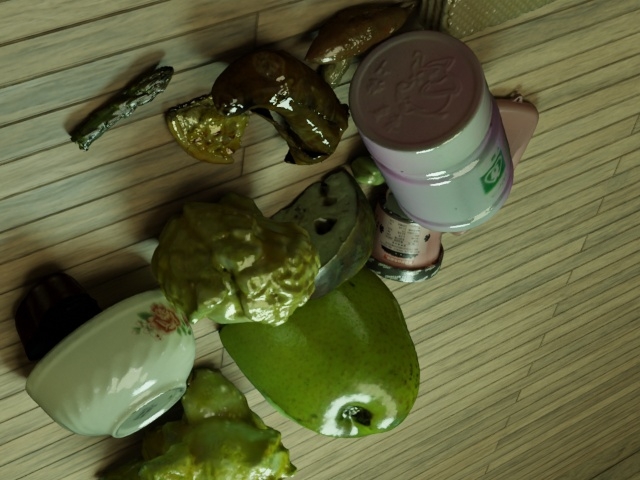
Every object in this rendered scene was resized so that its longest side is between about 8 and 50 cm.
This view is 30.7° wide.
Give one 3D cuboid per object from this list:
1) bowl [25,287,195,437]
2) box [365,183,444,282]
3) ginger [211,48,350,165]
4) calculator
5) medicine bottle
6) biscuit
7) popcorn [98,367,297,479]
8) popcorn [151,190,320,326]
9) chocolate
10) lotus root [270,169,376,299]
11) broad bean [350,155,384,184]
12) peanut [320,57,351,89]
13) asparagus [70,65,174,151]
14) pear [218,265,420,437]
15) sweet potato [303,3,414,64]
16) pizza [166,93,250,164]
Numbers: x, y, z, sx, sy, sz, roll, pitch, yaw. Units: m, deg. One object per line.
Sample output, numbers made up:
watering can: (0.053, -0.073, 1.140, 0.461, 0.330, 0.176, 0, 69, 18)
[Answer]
bowl: (-0.303, 0.210, 1.810, 0.277, 0.145, 0.277, -36, 165, -11)
box: (0.152, -0.021, 2.065, 0.151, 0.151, 0.135, -19, 136, -31)
ginger: (-0.046, -0.193, 1.672, 0.133, 0.107, 0.309, -28, 152, 12)
calculator: (0.286, -0.132, 2.159, 0.220, 0.048, 0.329, -1, 129, -45)
medicine bottle: (0.182, -0.163, 1.831, 0.212, 0.212, 0.325, -40, 152, -1)
biscuit: (0.342, -0.434, 1.801, 0.426, 0.078, 0.144, -24, 145, -25)
popcorn: (-0.215, 0.430, 2.121, 0.321, 0.290, 0.326, -47, 167, 7)
popcorn: (-0.129, 0.036, 1.754, 0.256, 0.255, 0.194, 4, 107, 3)
chocolate: (-0.381, 0.096, 1.699, 0.125, 0.080, 0.148, -23, 159, -45)
lotus root: (0.000, 0.000, 1.956, 0.235, 0.138, 0.119, -44, 159, -5)
broad bean: (0.079, -0.115, 1.938, 0.045, 0.063, 0.083, -65, 173, 2)
peanut: (0.024, -0.258, 1.728, 0.037, 0.037, 0.083, -3, 129, -45)
asparagus: (-0.258, -0.177, 1.535, 0.165, 0.030, 0.036, -37, 125, -1)
pear: (0.044, 0.202, 2.079, 0.343, 0.318, 0.238, 0, 135, -49)
sweet potato: (0.058, -0.305, 1.682, 0.206, 0.068, 0.060, -25, -179, -28)
pizza: (-0.154, -0.158, 1.663, 0.099, 0.035, 0.160, -44, 149, 7)
